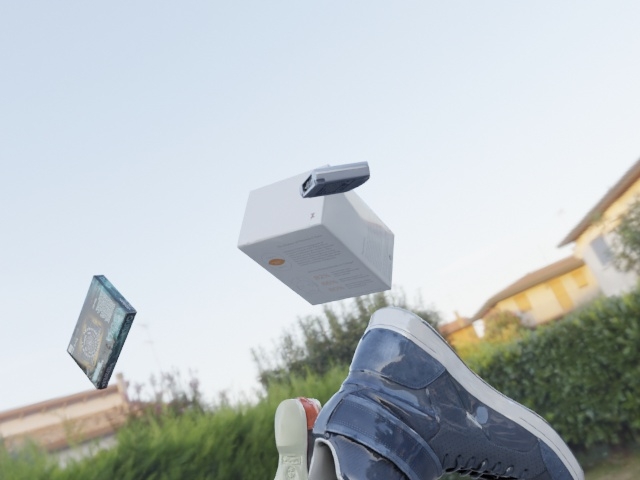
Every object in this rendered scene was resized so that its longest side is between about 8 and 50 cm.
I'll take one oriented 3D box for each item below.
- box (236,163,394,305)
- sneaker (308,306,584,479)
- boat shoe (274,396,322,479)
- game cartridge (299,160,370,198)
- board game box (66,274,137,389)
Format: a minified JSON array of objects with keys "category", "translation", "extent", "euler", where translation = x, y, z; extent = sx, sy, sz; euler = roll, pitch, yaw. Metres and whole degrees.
[{"category":"box","translation":[0.000,0.000,0.785],"extent":[0.130,0.091,0.170],"euler":[-15,-39,31]},{"category":"sneaker","translation":[0.095,0.182,0.465],"extent":[0.163,0.226,0.086],"euler":[-55,6,-37]},{"category":"boat shoe","translation":[-0.018,0.215,0.560],"extent":[0.049,0.137,0.043],"euler":[-8,-16,33]},{"category":"game cartridge","translation":[0.014,-0.055,0.547],"extent":[0.056,0.017,0.083],"euler":[-6,-4,-12]},{"category":"board game box","translation":[-0.425,0.177,1.166],"extent":[0.026,0.126,0.186],"euler":[-2,-56,-54]}]
